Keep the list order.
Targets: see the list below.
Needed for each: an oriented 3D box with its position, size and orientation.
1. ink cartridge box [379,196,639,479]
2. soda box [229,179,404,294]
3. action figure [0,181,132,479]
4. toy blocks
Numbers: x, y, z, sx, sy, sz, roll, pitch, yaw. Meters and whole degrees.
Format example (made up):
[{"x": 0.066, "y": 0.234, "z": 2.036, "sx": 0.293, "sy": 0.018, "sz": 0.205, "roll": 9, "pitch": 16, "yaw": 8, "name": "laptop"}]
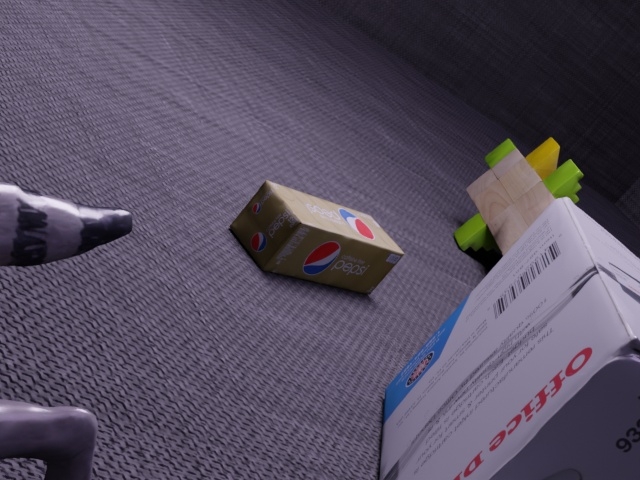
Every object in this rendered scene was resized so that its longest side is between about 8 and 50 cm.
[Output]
[{"x": 0.154, "y": 0.125, "z": 0.777, "sx": 0.129, "sy": 0.223, "sz": 0.307, "roll": 39, "pitch": 16, "yaw": -7, "name": "ink cartridge box"}, {"x": 0.000, "y": 0.000, "z": 1.071, "sx": 0.061, "sy": 0.058, "sz": 0.181, "roll": 50, "pitch": 18, "yaw": 31, "name": "soda box"}, {"x": -0.249, "y": -0.039, "z": 0.424, "sx": 0.330, "sy": 0.178, "sz": 0.341, "roll": 37, "pitch": 15, "yaw": -46, "name": "action figure"}, {"x": 0.346, "y": 0.036, "z": 1.592, "sx": 0.261, "sy": 0.191, "sz": 0.381, "roll": 46, "pitch": 13, "yaw": -20, "name": "toy blocks"}]
